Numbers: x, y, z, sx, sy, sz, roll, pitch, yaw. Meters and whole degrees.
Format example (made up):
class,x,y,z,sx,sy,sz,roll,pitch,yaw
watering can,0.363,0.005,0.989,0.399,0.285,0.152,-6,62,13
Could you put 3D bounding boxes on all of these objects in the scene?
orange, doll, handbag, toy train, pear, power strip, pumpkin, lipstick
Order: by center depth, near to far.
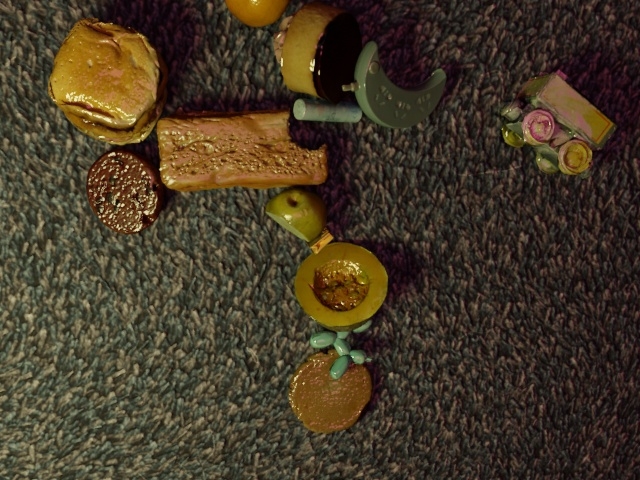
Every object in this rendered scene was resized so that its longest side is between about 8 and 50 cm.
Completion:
class,x,y,z,sx,sy,sz,roll,pitch,yaw
orange,-0.129,-0.533,1.241,0.136,0.159,0.159,-30,107,-46
power strip,0.161,-0.337,1.310,0.253,0.054,0.168,7,106,-31
lipstick,0.018,-0.290,1.314,0.157,0.048,0.048,-5,102,-34
pear,-0.047,-0.069,1.340,0.141,0.141,0.104,39,78,-11
toy train,0.552,-0.264,1.370,0.261,0.134,0.177,36,94,-12
handbag,0.000,0.000,1.378,0.061,0.083,0.027,-40,103,-1
pumpkin,0.050,0.125,1.385,0.217,0.217,0.110,-12,142,-5
doll,0.058,0.235,1.421,0.158,0.059,0.159,-24,75,-15

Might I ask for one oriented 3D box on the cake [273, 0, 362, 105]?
class,x,y,z,sx,sy,sz,roll,pitch,yaw
cake,-0.027,-0.404,1.265,0.178,0.185,0.208,14,103,27

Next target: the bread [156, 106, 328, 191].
class,x,y,z,sx,sy,sz,roll,pitch,yaw
bread,-0.169,-0.206,1.313,0.380,0.109,0.185,-2,93,-8

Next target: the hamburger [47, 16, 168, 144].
class,x,y,z,sx,sy,sz,roll,pitch,yaw
hamburger,-0.437,-0.326,1.233,0.244,0.163,0.245,0,93,-3

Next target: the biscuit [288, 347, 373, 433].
class,x,y,z,sx,sy,sz,roll,pitch,yaw
biscuit,0.026,0.375,1.468,0.225,0.042,0.226,-1,100,-7

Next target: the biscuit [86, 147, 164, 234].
class,x,y,z,sx,sy,sz,roll,pitch,yaw
biscuit,-0.436,-0.108,1.311,0.192,0.049,0.192,1,98,11
